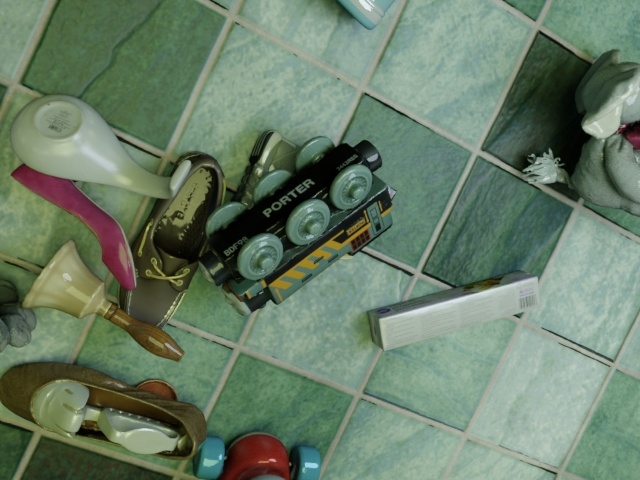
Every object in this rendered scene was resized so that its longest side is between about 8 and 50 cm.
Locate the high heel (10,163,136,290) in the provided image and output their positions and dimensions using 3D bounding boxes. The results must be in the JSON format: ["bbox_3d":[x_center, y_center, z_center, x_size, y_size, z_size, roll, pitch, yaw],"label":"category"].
[{"bbox_3d":[-0.370,-0.021,1.142,0.117,0.082,0.244,-24,92,-20],"label":"high heel"}]

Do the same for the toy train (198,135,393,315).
[{"bbox_3d":[-0.030,-0.017,1.175,0.334,0.142,0.190,-38,139,-13],"label":"toy train"}]

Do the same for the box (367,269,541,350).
[{"bbox_3d":[0.250,0.126,1.387,0.324,0.063,0.067,-14,103,-14],"label":"box"}]

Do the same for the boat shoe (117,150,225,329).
[{"bbox_3d":[-0.239,0.013,1.201,0.117,0.097,0.324,23,93,-19],"label":"boat shoe"}]

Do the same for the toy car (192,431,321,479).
[{"bbox_3d":[-0.101,0.456,1.253,0.219,0.238,0.210,12,97,-18],"label":"toy car"}]

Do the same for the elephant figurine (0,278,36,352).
[{"bbox_3d":[-0.561,0.161,1.114,0.239,0.169,0.186,-37,80,9],"label":"elephant figurine"}]

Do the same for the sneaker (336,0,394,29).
[{"bbox_3d":[0.041,-0.506,1.151,0.208,0.127,0.319,-42,119,13],"label":"sneaker"}]

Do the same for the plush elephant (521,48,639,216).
[{"bbox_3d":[0.542,-0.197,1.306,0.330,0.272,0.255,10,125,5],"label":"plush elephant"}]

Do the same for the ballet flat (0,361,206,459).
[{"bbox_3d":[-0.343,0.282,1.195,0.342,0.124,0.116,22,95,-15],"label":"ballet flat"}]

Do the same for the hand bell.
[{"bbox_3d":[-0.315,0.116,1.152,0.242,0.126,0.126,35,89,-8],"label":"hand bell"}]

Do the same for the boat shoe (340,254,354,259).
[{"bbox_3d":[0.000,0.000,1.295,0.135,0.050,0.045,14,101,-19],"label":"boat shoe"}]

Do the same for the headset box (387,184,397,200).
[{"bbox_3d":[0.082,-0.082,1.314,0.083,0.032,0.062,30,90,-19],"label":"headset box"}]

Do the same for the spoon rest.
[{"bbox_3d":[-0.330,-0.131,1.126,0.276,0.084,0.137,24,62,4],"label":"spoon rest"}]

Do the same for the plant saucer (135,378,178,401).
[{"bbox_3d":[-0.285,0.276,1.282,0.083,0.013,0.083,-3,101,-17],"label":"plant saucer"}]

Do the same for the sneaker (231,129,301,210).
[{"bbox_3d":[-0.076,-0.057,1.245,0.132,0.086,0.228,23,92,-22],"label":"sneaker"}]
